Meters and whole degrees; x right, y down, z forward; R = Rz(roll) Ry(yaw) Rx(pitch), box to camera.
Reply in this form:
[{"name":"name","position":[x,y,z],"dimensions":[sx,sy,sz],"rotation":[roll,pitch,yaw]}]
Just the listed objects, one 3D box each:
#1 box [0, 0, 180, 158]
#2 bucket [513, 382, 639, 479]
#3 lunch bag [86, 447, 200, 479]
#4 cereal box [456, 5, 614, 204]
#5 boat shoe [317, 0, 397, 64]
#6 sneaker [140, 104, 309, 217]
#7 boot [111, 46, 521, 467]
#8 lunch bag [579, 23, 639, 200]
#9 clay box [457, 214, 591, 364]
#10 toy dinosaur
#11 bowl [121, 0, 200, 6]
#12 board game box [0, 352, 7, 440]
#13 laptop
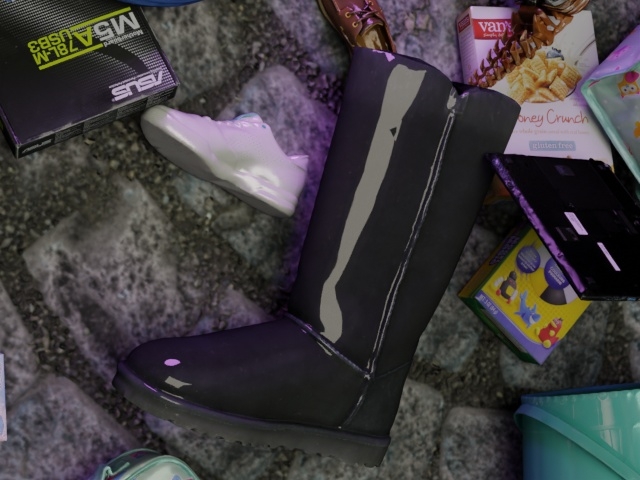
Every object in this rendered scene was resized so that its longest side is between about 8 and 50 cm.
[{"name":"box","position":[-0.274,-0.203,1.516],"dimensions":[0.191,0.045,0.184],"rotation":[-23,77,-19]},{"name":"bucket","position":[0.363,0.263,1.696],"dimensions":[0.281,0.281,0.183],"rotation":[-4,84,-22]},{"name":"lunch bag","position":[-0.214,0.360,1.507],"dimensions":[0.279,0.108,0.224],"rotation":[-39,100,-20]},{"name":"cereal box","position":[0.262,-0.163,1.730],"dimensions":[0.173,0.047,0.240],"rotation":[-2,78,-22]},{"name":"boat shoe","position":[0.050,-0.255,1.663],"dimensions":[0.064,0.060,0.178],"rotation":[-29,102,-18]},{"name":"sneaker","position":[-0.104,-0.111,1.605],"dimensions":[0.212,0.080,0.094],"rotation":[31,76,-30]},{"name":"boot","position":[0.001,0.000,1.555],"dimensions":[0.367,0.146,0.445],"rotation":[17,98,-41]},{"name":"lunch bag","position":[0.468,-0.146,1.748],"dimensions":[0.262,0.160,0.223],"rotation":[56,46,-11]},{"name":"clay box","position":[0.287,0.029,1.770],"dimensions":[0.127,0.053,0.222],"rotation":[44,76,-16]},{"name":"toy dinosaur","position":[0.263,-0.325,1.667],"dimensions":[0.218,0.164,0.321],"rotation":[33,60,-36]},{"name":"bowl","position":[-0.159,-0.442,1.496],"dimensions":[0.391,0.077,0.391],"rotation":[-5,97,-43]},{"name":"board game box","position":[-0.347,0.160,1.502],"dimensions":[0.020,0.090,0.090],"rotation":[-2,93,-22]},{"name":"laptop","position":[0.316,0.029,1.601],"dimensions":[0.264,0.234,0.136],"rotation":[2,130,-29]}]
